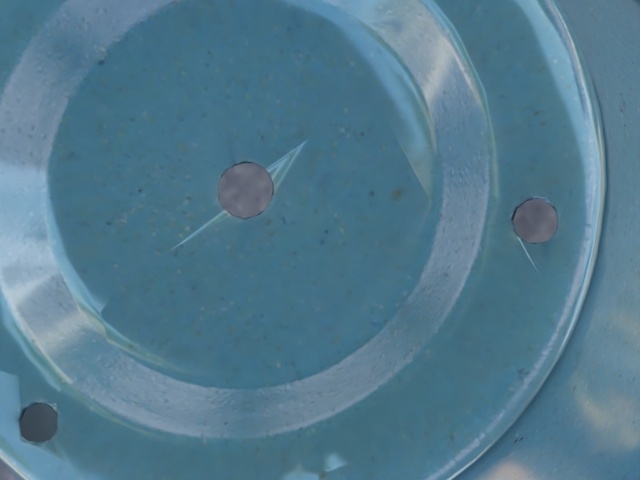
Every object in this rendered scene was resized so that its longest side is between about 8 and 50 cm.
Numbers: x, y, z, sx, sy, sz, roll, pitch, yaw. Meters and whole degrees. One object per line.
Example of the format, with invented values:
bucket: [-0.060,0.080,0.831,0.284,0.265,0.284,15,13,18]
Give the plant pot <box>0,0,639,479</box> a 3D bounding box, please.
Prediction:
plant pot: [0.000,0.000,0.581,0.272,0.271,0.255,-31,167,6]
